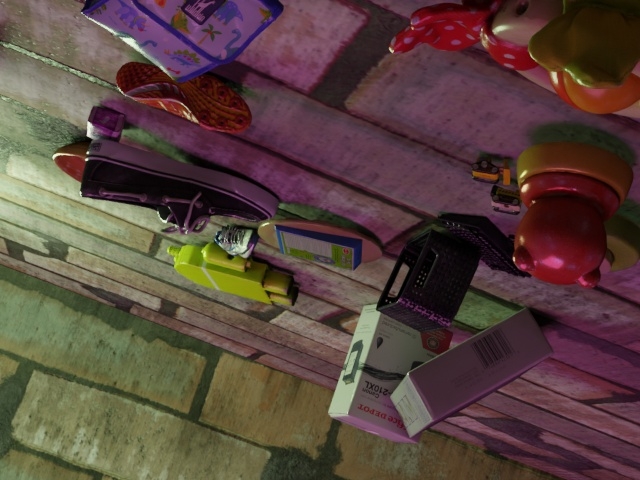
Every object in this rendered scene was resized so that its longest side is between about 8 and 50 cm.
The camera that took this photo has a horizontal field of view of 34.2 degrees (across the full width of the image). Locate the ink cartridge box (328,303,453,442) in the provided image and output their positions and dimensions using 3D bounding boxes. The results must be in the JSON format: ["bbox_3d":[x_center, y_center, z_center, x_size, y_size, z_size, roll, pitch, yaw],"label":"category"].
[{"bbox_3d":[0.140,0.267,2.076,0.172,0.237,0.100,25,164,-19],"label":"ink cartridge box"}]

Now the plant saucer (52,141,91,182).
[{"bbox_3d":[-0.347,-0.114,1.741,0.200,0.037,0.200,19,165,5],"label":"plant saucer"}]

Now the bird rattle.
[{"bbox_3d":[0.185,-0.143,0.790,0.207,0.143,0.254,29,166,-31],"label":"bird rattle"}]

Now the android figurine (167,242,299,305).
[{"bbox_3d":[-0.181,0.066,2.124,0.273,0.056,0.248,16,165,12],"label":"android figurine"}]

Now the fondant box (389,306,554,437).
[{"bbox_3d":[0.259,0.245,1.863,0.096,0.238,0.330,60,171,14],"label":"fondant box"}]

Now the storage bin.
[{"bbox_3d":[0.156,0.063,1.534,0.084,0.122,0.180,26,170,-3],"label":"storage bin"}]

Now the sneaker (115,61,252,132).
[{"bbox_3d":[-0.163,-0.179,1.277,0.175,0.064,0.067,23,-175,7],"label":"sneaker"}]

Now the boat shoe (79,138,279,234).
[{"bbox_3d":[-0.212,-0.061,1.581,0.306,0.104,0.113,17,168,-29],"label":"boat shoe"}]

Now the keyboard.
[{"bbox_3d":[0.247,0.011,1.473,0.108,0.023,0.180,7,161,38],"label":"keyboard"}]

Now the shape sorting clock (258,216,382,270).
[{"bbox_3d":[0.000,0.000,1.698,0.206,0.040,0.206,14,164,4],"label":"shape sorting clock"}]

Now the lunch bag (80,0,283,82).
[{"bbox_3d":[-0.128,-0.229,0.985,0.151,0.096,0.129,-16,141,42],"label":"lunch bag"}]

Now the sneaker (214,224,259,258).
[{"bbox_3d":[-0.154,-0.001,1.870,0.058,0.052,0.135,30,161,-21],"label":"sneaker"}]

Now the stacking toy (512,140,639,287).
[{"bbox_3d":[0.352,0.028,1.132,0.309,0.130,0.279,11,159,11],"label":"stacking toy"}]

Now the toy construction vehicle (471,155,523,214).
[{"bbox_3d":[0.230,-0.067,1.218,0.098,0.035,0.086,11,152,20],"label":"toy construction vehicle"}]

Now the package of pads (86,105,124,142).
[{"bbox_3d":[-0.316,-0.167,1.528,0.050,0.031,0.083,19,165,-10],"label":"package of pads"}]
